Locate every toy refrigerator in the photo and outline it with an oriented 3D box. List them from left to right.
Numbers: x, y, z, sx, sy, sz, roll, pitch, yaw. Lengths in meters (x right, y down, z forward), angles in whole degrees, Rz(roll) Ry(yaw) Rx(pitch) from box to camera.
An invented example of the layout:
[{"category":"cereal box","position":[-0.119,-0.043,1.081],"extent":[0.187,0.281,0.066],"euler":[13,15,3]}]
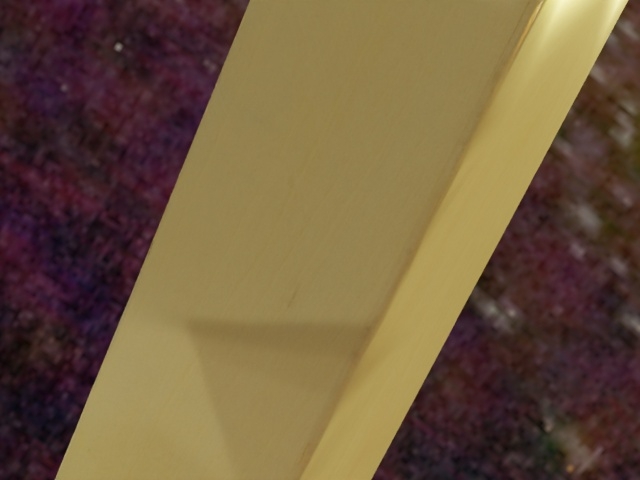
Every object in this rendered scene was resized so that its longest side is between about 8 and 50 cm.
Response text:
[{"category":"toy refrigerator","position":[0.000,0.000,0.543],"extent":[0.094,0.269,0.102],"euler":[34,29,17]}]
